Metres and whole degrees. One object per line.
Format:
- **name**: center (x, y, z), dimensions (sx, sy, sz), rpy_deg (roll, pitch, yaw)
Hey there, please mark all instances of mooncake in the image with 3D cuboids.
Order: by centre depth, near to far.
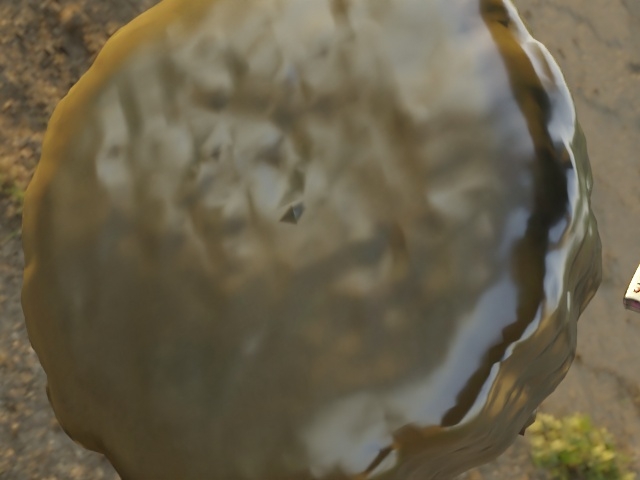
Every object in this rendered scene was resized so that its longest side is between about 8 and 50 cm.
- **mooncake**: center (0.000, 0.000, 0.534), dimensions (0.124, 0.228, 0.228), rpy_deg (35, 38, -62)

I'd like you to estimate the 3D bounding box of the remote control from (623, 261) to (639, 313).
- **remote control**: center (0.358, 0.007, 1.360), dimensions (0.212, 0.059, 0.028), rpy_deg (-51, 142, -43)
